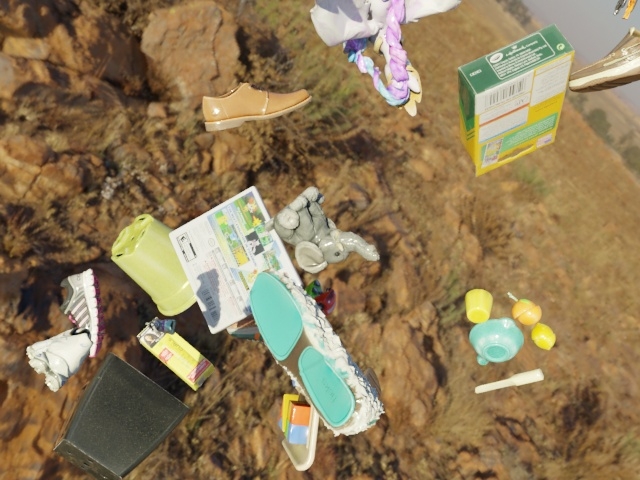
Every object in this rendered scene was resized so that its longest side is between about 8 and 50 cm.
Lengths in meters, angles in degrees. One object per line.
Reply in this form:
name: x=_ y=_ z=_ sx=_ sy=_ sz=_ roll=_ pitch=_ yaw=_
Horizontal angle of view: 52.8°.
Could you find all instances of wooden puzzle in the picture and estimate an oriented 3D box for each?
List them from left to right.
wooden puzzle: x=-0.055 y=0.406 z=1.739 sx=0.080 sy=0.347 sz=0.322 roll=12 pitch=-7 yaw=-9

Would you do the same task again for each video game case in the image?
video game case: x=-0.247 y=0.056 z=1.854 sx=0.329 sy=0.300 sz=0.036 roll=64 pitch=10 yaw=13

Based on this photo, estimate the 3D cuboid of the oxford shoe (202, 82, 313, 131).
oxford shoe: x=-0.116 y=-0.261 z=1.199 sx=0.212 sy=0.076 sz=0.076 roll=-16 pitch=16 yaw=-18

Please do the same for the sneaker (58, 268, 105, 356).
sneaker: x=-0.465 y=0.143 z=1.249 sx=0.063 sy=0.075 sz=0.170 roll=-178 pitch=-98 yaw=-83

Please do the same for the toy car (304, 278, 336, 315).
toy car: x=-0.025 y=0.179 z=1.747 sx=0.053 sy=0.239 sz=0.225 roll=43 pitch=23 yaw=-11

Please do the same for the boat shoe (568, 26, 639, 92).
boat shoe: x=0.609 y=-0.362 z=1.245 sx=0.095 sy=0.257 sz=0.095 roll=-5 pitch=84 yaw=-56

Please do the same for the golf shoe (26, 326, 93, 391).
golf shoe: x=-0.356 y=0.158 z=0.900 sx=0.086 sy=0.176 sz=0.069 roll=-42 pitch=108 yaw=-23

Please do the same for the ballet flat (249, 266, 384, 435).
ballet flat: x=-0.010 y=0.225 z=1.308 sx=0.147 sy=0.147 sz=0.409 roll=13 pitch=32 yaw=-46

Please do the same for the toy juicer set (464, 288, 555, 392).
toy juicer set: x=0.483 y=0.256 z=1.630 sx=0.089 sy=0.209 sz=0.329 roll=-70 pitch=151 yaw=-51

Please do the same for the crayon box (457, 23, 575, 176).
crayon box: x=0.399 y=-0.280 z=1.352 sx=0.323 sy=0.203 sz=0.083 roll=63 pitch=3 yaw=-63

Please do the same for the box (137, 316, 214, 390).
box: x=-0.425 y=0.332 z=1.895 sx=0.232 sy=0.058 sz=0.087 roll=37 pitch=66 yaw=16

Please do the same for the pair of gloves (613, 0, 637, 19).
pair of gloves: x=0.717 y=-0.558 z=1.506 sx=0.010 sy=0.074 sz=0.083 roll=17 pitch=28 yaw=-9

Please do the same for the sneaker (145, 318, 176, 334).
sneaker: x=-0.391 y=0.208 z=1.571 sx=0.069 sy=0.098 sz=0.038 roll=5 pitch=73 yaw=-4

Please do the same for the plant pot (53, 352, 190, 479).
plant pot: x=-0.393 y=0.354 z=1.224 sx=0.187 sy=0.188 sz=0.167 roll=38 pitch=51 yaw=-9

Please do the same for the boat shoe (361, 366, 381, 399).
boat shoe: x=0.066 y=0.429 z=1.750 sx=0.123 sy=0.123 sz=0.342 roll=71 pitch=18 yaw=3

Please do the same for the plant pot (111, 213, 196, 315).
plant pot: x=-0.510 y=0.057 z=2.052 sx=0.254 sy=0.276 sz=0.276 roll=44 pitch=22 yaw=-33

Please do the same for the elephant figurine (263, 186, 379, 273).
elephant figurine: x=0.000 y=0.000 z=1.600 sx=0.239 sy=0.169 sz=0.186 roll=49 pitch=-4 yaw=-6

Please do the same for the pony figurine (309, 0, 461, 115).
pony figurine: x=0.126 y=-0.467 z=1.268 sx=0.351 sy=0.303 sz=0.363 roll=70 pitch=5 yaw=-63

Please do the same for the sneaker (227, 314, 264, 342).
sneaker: x=-0.154 y=0.293 z=2.036 sx=0.108 sy=0.302 sz=0.121 roll=-58 pitch=136 yaw=-53
